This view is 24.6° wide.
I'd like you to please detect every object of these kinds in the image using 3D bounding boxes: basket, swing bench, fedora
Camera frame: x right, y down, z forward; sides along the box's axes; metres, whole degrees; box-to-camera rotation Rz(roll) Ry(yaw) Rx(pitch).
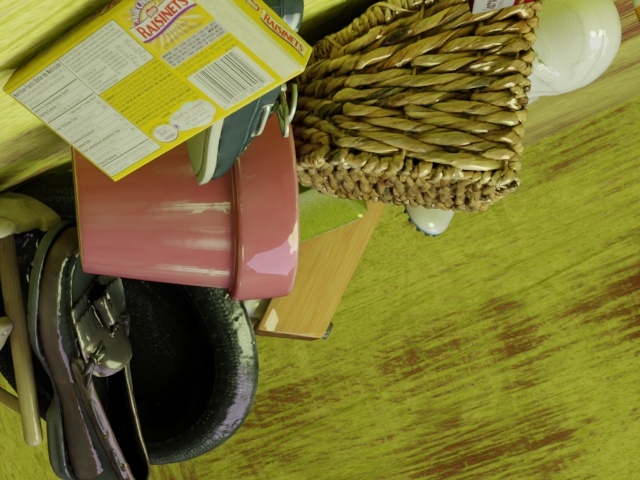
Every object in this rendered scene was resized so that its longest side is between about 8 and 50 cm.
[{"bbox_3d":[0.076,-0.152,1.338,0.213,0.223,0.299,7,178,1],"label":"basket"},{"bbox_3d":[-0.394,0.085,1.357,0.165,0.255,0.253,23,-154,36],"label":"swing bench"},{"bbox_3d":[-0.194,0.062,1.526,0.334,0.334,0.152,-23,-164,27],"label":"fedora"}]

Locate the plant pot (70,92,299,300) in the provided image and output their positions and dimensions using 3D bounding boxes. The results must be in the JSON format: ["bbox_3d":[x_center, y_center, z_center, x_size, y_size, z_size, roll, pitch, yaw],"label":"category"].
[{"bbox_3d":[-0.123,-0.042,1.276,0.180,0.201,0.201,-5,173,-11],"label":"plant pot"}]

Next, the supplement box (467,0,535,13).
[{"bbox_3d":[0.217,-0.227,1.033,0.239,0.073,0.130,-11,177,4],"label":"supplement box"}]

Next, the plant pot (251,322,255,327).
[{"bbox_3d":[-0.111,0.018,2.073,0.236,0.236,0.032,-21,145,-6],"label":"plant pot"}]

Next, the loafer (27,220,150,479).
[{"bbox_3d":[-0.209,0.117,1.405,0.095,0.303,0.109,16,-142,19],"label":"loafer"}]

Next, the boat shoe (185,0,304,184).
[{"bbox_3d":[-0.062,-0.117,1.077,0.079,0.095,0.254,-16,158,-14],"label":"boat shoe"}]

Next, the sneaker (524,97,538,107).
[{"bbox_3d":[0.143,-0.122,1.788,0.281,0.106,0.162,-19,151,-37],"label":"sneaker"}]

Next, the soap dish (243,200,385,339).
[{"bbox_3d":[0.000,0.000,1.905,0.291,0.118,0.229,-64,-178,-7],"label":"soap dish"}]

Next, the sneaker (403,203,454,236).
[{"bbox_3d":[0.167,-0.113,1.917,0.086,0.085,0.237,-40,-154,56],"label":"sneaker"}]

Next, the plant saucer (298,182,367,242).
[{"bbox_3d":[-0.050,-0.068,1.698,0.188,0.045,0.188,-22,-140,11],"label":"plant saucer"}]

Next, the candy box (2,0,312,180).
[{"bbox_3d":[-0.111,-0.111,0.961,0.206,0.105,0.027,-24,-148,42],"label":"candy box"}]

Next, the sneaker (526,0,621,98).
[{"bbox_3d":[0.180,-0.178,1.559,0.169,0.108,0.292,-23,179,-27],"label":"sneaker"}]

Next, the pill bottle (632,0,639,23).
[{"bbox_3d":[0.387,-0.207,1.463,0.117,0.215,0.117,-21,176,-1],"label":"pill bottle"}]
